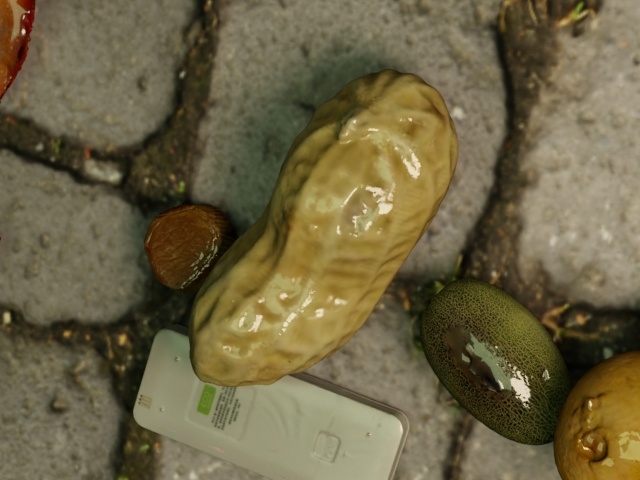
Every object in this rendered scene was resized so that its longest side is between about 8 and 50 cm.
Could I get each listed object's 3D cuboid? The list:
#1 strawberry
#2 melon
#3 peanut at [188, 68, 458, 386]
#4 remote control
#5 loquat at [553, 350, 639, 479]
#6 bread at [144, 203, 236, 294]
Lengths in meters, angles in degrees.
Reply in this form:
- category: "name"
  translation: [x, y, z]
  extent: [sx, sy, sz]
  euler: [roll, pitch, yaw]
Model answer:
- category: "strawberry"
  translation: [-0.318, -0.218, 1.489]
  extent: [0.146, 0.082, 0.187]
  euler: [-12, 98, 23]
- category: "melon"
  translation: [0.153, 0.104, 1.366]
  extent: [0.099, 0.099, 0.162]
  euler: [-44, 81, 15]
- category: "peanut"
  translation: [0.000, 0.000, 1.375]
  extent: [0.140, 0.153, 0.325]
  euler: [39, 97, 15]
- category: "remote control"
  translation: [-0.047, 0.163, 1.462]
  extent: [0.250, 0.034, 0.103]
  euler: [19, 100, 14]
- category: "loquat"
  translation: [0.254, 0.155, 1.265]
  extent: [0.141, 0.141, 0.141]
  euler: [1, 95, 16]
- category: "bread"
  translation: [-0.115, 0.007, 1.460]
  extent: [0.085, 0.053, 0.085]
  euler: [-3, 84, 24]
